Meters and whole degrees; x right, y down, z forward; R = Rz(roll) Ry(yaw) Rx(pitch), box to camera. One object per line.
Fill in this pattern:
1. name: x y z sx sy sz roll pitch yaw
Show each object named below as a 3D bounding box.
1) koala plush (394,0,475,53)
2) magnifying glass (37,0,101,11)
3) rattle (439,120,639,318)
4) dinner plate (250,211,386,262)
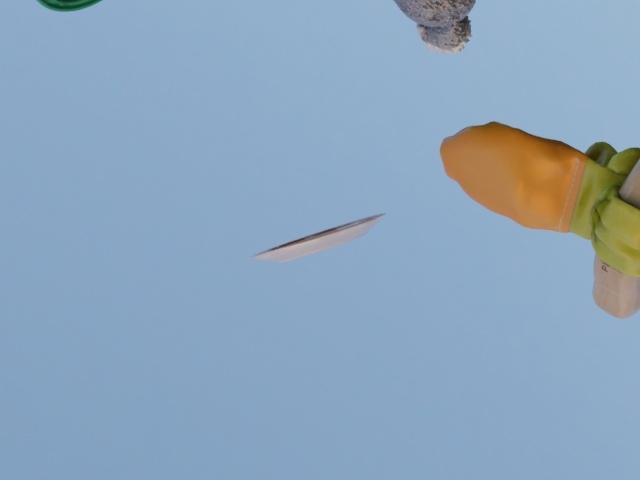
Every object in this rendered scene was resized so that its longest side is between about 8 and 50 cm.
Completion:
1. koala plush: 0.117 -0.345 1.818 0.203 0.196 0.221 -26 -116 -9
2. magnifying glass: -0.156 -0.251 1.299 0.231 0.092 0.026 -16 -123 -37
3. rattle: 0.193 -0.058 0.864 0.143 0.130 0.199 22 -122 42
4. dinner plate: 0.000 0.000 1.456 0.141 0.141 0.017 -21 -85 -38
